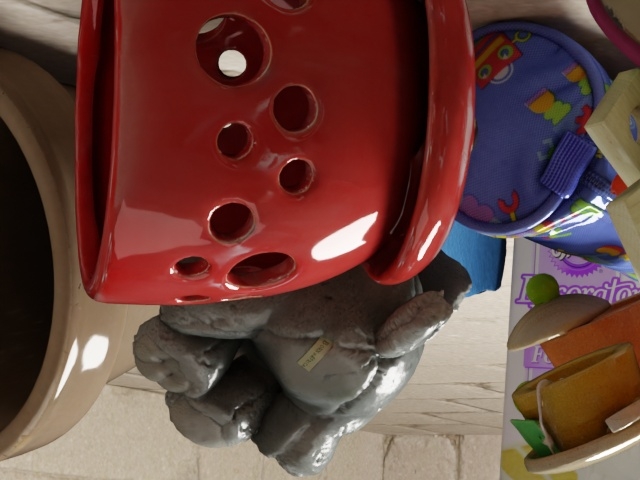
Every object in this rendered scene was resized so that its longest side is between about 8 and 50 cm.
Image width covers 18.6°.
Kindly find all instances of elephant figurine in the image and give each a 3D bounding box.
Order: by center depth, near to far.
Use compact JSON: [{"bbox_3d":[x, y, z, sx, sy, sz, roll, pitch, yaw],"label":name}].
[{"bbox_3d":[0.000,0.000,1.118,0.186,0.239,0.169,19,132,8],"label":"elephant figurine"}]

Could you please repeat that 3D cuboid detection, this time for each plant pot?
[{"bbox_3d":[-0.026,-0.061,0.935,0.174,0.191,0.191,4,170,-12],"label":"plant pot"},{"bbox_3d":[-0.171,0.001,1.259,0.263,0.263,0.229,-5,-177,39],"label":"plant pot"}]

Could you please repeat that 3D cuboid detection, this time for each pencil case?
[{"bbox_3d":[0.184,-0.035,1.168,0.133,0.119,0.306,31,-172,38],"label":"pencil case"}]

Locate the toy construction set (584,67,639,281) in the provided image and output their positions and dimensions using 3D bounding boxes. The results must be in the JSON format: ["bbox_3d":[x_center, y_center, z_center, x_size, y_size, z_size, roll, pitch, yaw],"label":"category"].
[{"bbox_3d":[0.217,-0.097,0.691,0.215,0.151,0.328,33,139,-32],"label":"toy construction set"}]

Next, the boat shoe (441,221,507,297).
[{"bbox_3d":[0.079,0.007,1.491,0.089,0.109,0.258,5,168,16],"label":"boat shoe"}]

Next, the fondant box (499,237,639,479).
[{"bbox_3d":[0.266,0.146,1.542,0.238,0.330,0.096,2,168,15],"label":"fondant box"}]

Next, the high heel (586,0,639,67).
[{"bbox_3d":[0.274,-0.078,0.926,0.377,0.127,0.181,12,174,-16],"label":"high heel"}]

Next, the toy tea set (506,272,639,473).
[{"bbox_3d":[0.188,0.024,1.004,0.200,0.124,0.336,-24,180,-36],"label":"toy tea set"}]
